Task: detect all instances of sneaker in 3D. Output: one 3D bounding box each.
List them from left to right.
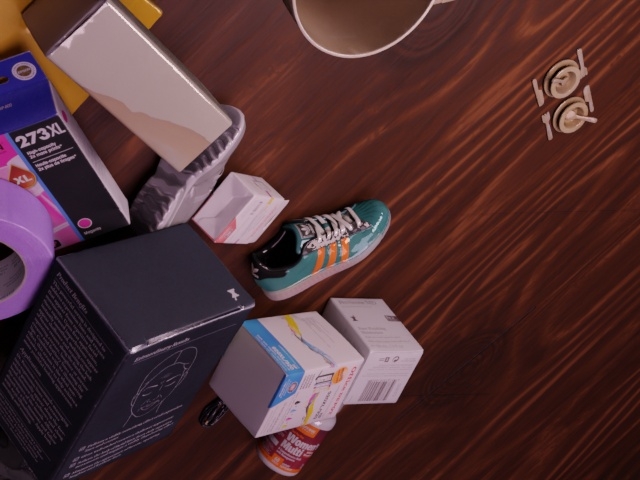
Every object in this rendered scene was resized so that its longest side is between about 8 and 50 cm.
[{"bbox_3d":[-0.589,0.400,2.102,0.140,0.125,0.341,-58,138,-21],"label":"sneaker"},{"bbox_3d":[-0.225,-0.122,1.923,0.281,0.105,0.115,-49,158,13],"label":"sneaker"},{"bbox_3d":[0.000,0.000,2.144,0.302,0.108,0.121,-33,141,-4],"label":"sneaker"}]

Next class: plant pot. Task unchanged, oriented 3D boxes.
[{"bbox_3d":[0.011,-0.454,1.654,0.256,0.274,0.256,-19,134,-21],"label":"plant pot"}]

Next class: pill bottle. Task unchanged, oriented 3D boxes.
[{"bbox_3d":[-0.041,0.411,2.448,0.121,0.121,0.221,20,112,-42],"label":"pill bottle"}]

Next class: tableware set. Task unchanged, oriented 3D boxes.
[{"bbox_3d":[0.524,-0.297,2.298,0.128,0.039,0.194,-34,136,-5],"label":"tableware set"}]

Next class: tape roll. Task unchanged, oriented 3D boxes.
[{"bbox_3d":[-0.564,0.018,1.736,0.274,0.090,0.275,-9,141,-7],"label":"tape roll"}]

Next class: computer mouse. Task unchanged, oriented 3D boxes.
[{"bbox_3d":[-0.191,0.313,2.325,0.071,0.041,0.242,8,121,-39],"label":"computer mouse"}]

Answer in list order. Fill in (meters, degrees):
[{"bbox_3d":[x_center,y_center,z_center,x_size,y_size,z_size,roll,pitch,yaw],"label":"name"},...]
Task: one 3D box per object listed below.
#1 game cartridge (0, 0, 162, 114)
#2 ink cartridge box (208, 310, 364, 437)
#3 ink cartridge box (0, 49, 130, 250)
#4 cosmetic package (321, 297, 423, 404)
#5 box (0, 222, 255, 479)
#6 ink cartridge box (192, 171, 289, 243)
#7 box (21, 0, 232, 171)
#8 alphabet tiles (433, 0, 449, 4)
[{"bbox_3d":[-0.440,-0.334,1.622,0.285,0.053,0.323,-46,134,7],"label":"game cartridge"},{"bbox_3d":[-0.067,0.266,2.215,0.232,0.168,0.171,-5,129,-47],"label":"ink cartridge box"},{"bbox_3d":[-0.452,-0.125,1.720,0.175,0.069,0.371,-19,139,4],"label":"ink cartridge box"},{"bbox_3d":[0.092,0.236,2.345,0.151,0.184,0.151,4,123,-37],"label":"cosmetic package"},{"bbox_3d":[-0.350,0.198,1.887,0.293,0.212,0.395,-17,150,-49],"label":"box"},{"bbox_3d":[-0.141,-0.057,1.999,0.115,0.067,0.198,-48,166,11],"label":"ink cartridge box"},{"bbox_3d":[-0.286,-0.257,1.645,0.121,0.148,0.311,-42,135,5],"label":"box"},{"bbox_3d":[0.216,-0.523,1.824,0.342,0.011,0.285,-26,141,-50],"label":"alphabet tiles"}]
